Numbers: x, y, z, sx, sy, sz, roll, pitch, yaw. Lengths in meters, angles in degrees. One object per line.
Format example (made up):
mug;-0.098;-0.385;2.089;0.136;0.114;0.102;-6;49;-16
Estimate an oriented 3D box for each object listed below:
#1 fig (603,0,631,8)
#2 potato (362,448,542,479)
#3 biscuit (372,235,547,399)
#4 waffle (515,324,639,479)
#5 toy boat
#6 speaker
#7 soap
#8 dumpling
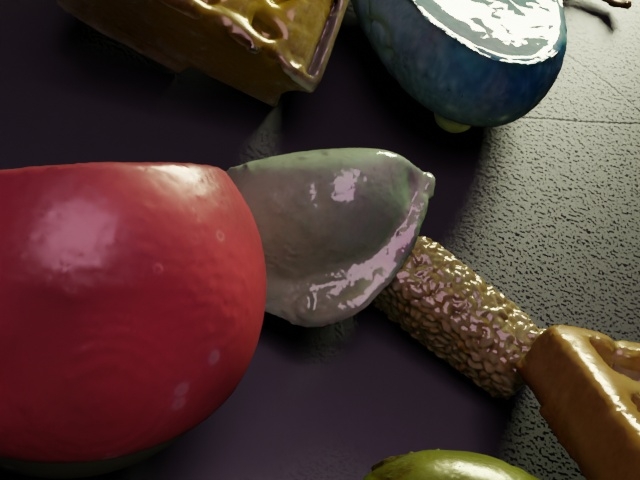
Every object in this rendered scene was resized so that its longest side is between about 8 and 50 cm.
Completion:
fig;0.261;-0.370;1.494;0.148;0.202;0.149;-4;39;9
potato;0.121;0.254;1.007;0.253;0.148;0.186;12;52;-8
biscuit;0.125;0.065;1.188;0.168;0.070;0.082;38;62;6
waffle;0.332;0.197;1.036;0.304;0.077;0.348;16;23;-21
toy boat;0.128;-0.230;1.381;0.215;0.123;0.330;2;45;-25
speaker;-0.182;0.038;0.977;0.294;0.294;0.294;8;55;-12
soap;-0.085;-0.303;1.287;0.259;0.143;0.281;26;66;-16
dumpling;-0.001;-0.005;1.173;0.216;0.105;0.149;-11;91;1
